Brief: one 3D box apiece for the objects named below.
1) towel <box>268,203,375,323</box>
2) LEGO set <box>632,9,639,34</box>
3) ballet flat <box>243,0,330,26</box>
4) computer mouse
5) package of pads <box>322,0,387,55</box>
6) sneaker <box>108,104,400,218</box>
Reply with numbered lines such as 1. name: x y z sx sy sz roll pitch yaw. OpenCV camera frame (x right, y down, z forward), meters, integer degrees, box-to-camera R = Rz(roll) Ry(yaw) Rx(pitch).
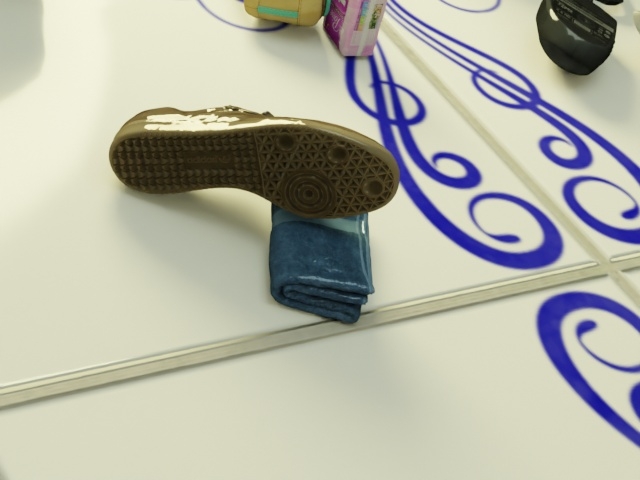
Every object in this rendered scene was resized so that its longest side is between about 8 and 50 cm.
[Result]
1. towel: 0.000 0.000 1.069 0.067 0.029 0.119 13 38 -10
2. LEGO set: 0.379 -0.171 1.440 0.227 0.093 0.087 -18 21 -35
3. ballet flat: -0.042 -0.258 1.328 0.073 0.080 0.232 -3 43 -8
4. computer mouse: 0.224 -0.198 1.430 0.071 0.041 0.242 32 30 -1
5. package of pads: 0.029 -0.189 1.273 0.032 0.083 0.050 -4 40 -24
6. sneaker: -0.039 -0.063 1.069 0.188 0.066 0.071 7 31 8
